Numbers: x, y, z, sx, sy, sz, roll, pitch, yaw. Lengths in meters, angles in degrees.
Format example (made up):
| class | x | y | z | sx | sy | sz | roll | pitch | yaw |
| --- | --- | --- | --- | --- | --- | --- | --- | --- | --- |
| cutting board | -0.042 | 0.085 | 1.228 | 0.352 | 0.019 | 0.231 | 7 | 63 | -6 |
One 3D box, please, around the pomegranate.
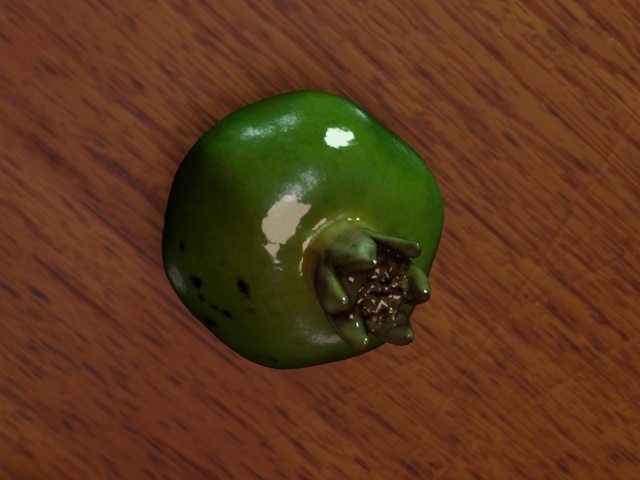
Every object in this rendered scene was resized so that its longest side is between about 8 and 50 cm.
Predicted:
| class | x | y | z | sx | sy | sz | roll | pitch | yaw |
| --- | --- | --- | --- | --- | --- | --- | --- | --- | --- |
| pomegranate | -0.001 | 0.002 | 0.872 | 0.187 | 0.225 | 0.187 | -6 | 107 | -21 |
